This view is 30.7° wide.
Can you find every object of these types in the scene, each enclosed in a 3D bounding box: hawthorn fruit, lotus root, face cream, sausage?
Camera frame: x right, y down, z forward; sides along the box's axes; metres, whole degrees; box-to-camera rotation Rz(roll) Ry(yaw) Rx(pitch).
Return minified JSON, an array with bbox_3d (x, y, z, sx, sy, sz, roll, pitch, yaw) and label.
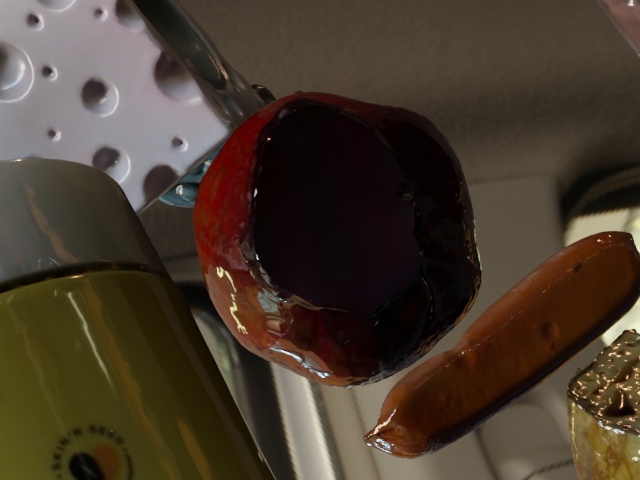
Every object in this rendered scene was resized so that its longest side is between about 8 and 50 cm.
[{"bbox_3d":[0.000,0.000,0.864,0.215,0.250,0.215,0,-90,-29],"label":"hawthorn fruit"},{"bbox_3d":[0.247,0.162,0.943,0.095,0.159,0.135,-5,-75,0],"label":"lotus root"},{"bbox_3d":[-0.148,0.097,0.532,0.218,0.179,0.218,-27,-18,-9],"label":"face cream"},{"bbox_3d":[0.189,0.106,1.150,0.348,0.094,0.097,-37,-12,-16],"label":"sausage"}]

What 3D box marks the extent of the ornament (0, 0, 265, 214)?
[{"bbox_3d":[-0.226,-0.133,1.089,0.240,0.239,0.240,-39,-83,12],"label":"ornament"}]

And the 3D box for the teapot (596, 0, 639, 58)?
[{"bbox_3d":[0.325,-0.226,0.837,0.362,0.305,0.376,47,-123,-20],"label":"teapot"}]

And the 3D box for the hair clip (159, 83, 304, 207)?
[{"bbox_3d":[-0.052,-0.084,1.505,0.206,0.310,0.194,-57,-2,15],"label":"hair clip"}]
